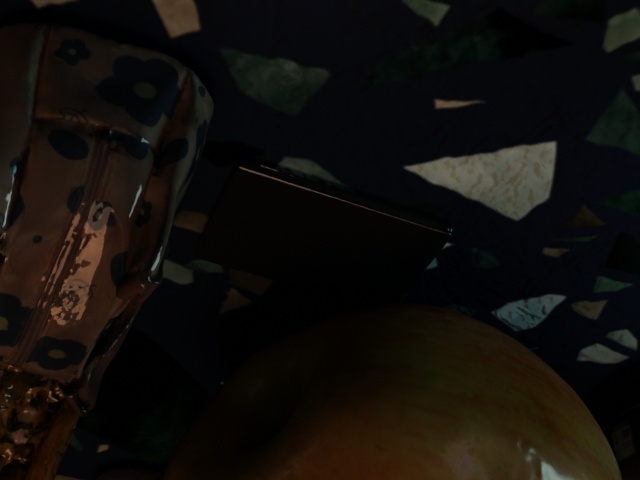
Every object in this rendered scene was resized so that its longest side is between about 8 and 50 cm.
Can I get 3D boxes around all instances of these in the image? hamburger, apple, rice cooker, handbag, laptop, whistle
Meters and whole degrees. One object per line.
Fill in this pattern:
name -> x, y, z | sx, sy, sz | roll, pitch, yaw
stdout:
hamburger -> -0.338, 0.162, 0.951 | 0.245, 0.260, 0.211 | -40, 121, 15
apple -> 0.057, 0.240, 0.930 | 0.391, 0.391, 0.346 | -25, 121, 28
rice cooker -> 0.351, 0.201, 1.056 | 0.142, 0.118, 0.203 | 20, 140, -18
handbag -> -0.198, -0.008, 0.787 | 0.190, 0.193, 0.251 | 15, 138, -20
laptop -> 0.000, 0.000, 0.924 | 0.197, 0.016, 0.135 | 18, 138, -15
whistle -> -0.251, 0.328, 1.282 | 0.220, 0.057, 0.107 | -29, 131, 34
